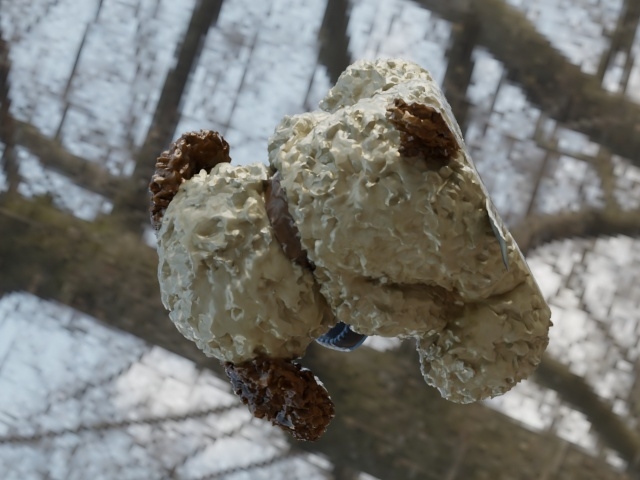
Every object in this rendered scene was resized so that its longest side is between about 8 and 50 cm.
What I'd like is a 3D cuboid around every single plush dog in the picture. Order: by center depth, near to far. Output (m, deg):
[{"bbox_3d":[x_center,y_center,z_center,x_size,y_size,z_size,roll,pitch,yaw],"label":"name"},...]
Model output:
[{"bbox_3d":[0.000,0.000,1.284,0.225,0.262,0.210,-27,-21,7],"label":"plush dog"}]

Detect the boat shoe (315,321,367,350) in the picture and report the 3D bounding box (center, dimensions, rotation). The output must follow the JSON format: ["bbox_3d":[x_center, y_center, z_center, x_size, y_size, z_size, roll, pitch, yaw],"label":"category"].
[{"bbox_3d":[0.020,-0.017,2.026,0.089,0.109,0.258,21,-107,-57],"label":"boat shoe"}]
